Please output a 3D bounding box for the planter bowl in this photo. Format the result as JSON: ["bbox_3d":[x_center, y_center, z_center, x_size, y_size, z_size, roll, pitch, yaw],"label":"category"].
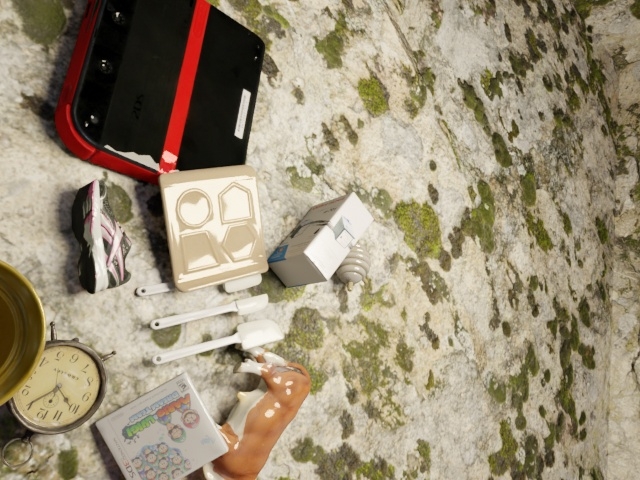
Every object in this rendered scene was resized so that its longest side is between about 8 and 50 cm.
[{"bbox_3d":[-0.481,0.123,0.663,0.217,0.090,0.217,8,76,-36],"label":"planter bowl"}]

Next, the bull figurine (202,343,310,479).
[{"bbox_3d":[-0.137,0.331,0.903,0.188,0.101,0.310,49,56,-20],"label":"bull figurine"}]

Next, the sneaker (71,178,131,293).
[{"bbox_3d":[-0.346,-0.007,0.826,0.077,0.071,0.178,-3,92,-52],"label":"sneaker"}]

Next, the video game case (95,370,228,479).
[{"bbox_3d":[-0.247,0.306,0.806,0.157,0.019,0.143,-29,91,-6],"label":"video game case"}]

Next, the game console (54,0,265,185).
[{"bbox_3d":[-0.269,-0.286,0.944,0.341,0.060,0.387,21,70,-41],"label":"game console"}]

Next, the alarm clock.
[{"bbox_3d":[-0.391,0.226,0.738,0.129,0.064,0.192,38,58,-29],"label":"alarm clock"}]

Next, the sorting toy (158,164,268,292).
[{"bbox_3d":[-0.192,-0.027,0.936,0.193,0.038,0.209,-13,98,-39],"label":"sorting toy"}]

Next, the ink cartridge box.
[{"bbox_3d":[0.000,0.000,1.050,0.082,0.139,0.191,50,55,-19],"label":"ink cartridge box"}]

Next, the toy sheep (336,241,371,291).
[{"bbox_3d":[0.071,0.054,1.136,0.091,0.091,0.132,28,47,-33],"label":"toy sheep"}]

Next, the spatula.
[{"bbox_3d":[-0.196,0.125,0.919,0.241,0.019,0.168,-8,70,-34],"label":"spatula"}]
